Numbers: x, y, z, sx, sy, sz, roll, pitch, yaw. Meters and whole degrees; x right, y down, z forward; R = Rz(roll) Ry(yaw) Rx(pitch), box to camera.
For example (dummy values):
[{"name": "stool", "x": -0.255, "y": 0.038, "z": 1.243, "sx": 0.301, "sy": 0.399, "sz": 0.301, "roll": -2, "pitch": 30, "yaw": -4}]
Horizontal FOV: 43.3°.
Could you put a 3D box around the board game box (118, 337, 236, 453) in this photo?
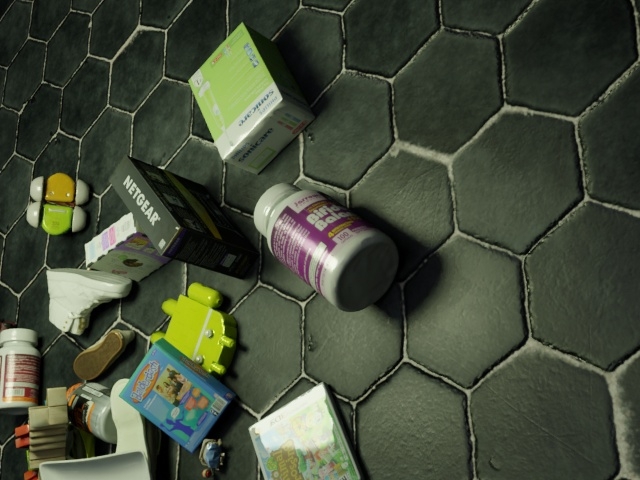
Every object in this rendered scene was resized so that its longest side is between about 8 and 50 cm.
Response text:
[{"name": "board game box", "x": -0.314, "y": 0.339, "z": 1.763, "sx": 0.210, "sy": 0.047, "sz": 0.160, "roll": 37, "pitch": 105, "yaw": 5}]

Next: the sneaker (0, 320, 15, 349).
[{"name": "sneaker", "x": -0.948, "y": 0.324, "z": 2.351, "sx": 0.162, "sy": 0.106, "sz": 0.281, "roll": -48, "pitch": 50, "yaw": 14}]

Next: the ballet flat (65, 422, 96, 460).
[{"name": "ballet flat", "x": -0.589, "y": 0.551, "z": 1.983, "sx": 0.077, "sy": 0.077, "sz": 0.230, "roll": -32, "pitch": 58, "yaw": 28}]

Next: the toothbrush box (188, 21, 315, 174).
[{"name": "toothbrush box", "x": -0.166, "y": -0.332, "z": 1.886, "sx": 0.206, "sy": 0.122, "sz": 0.283, "roll": -42, "pitch": 52, "yaw": 22}]

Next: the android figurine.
[{"name": "android figurine", "x": -0.289, "y": 0.227, "z": 1.852, "sx": 0.273, "sy": 0.056, "sz": 0.248, "roll": 21, "pitch": 90, "yaw": 44}]

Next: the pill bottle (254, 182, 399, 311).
[{"name": "pill bottle", "x": 0.000, "y": 0.000, "z": 1.601, "sx": 0.302, "sy": 0.169, "sz": 0.169, "roll": 36, "pitch": 100, "yaw": 41}]

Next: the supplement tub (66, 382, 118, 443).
[{"name": "supplement tub", "x": -0.538, "y": 0.414, "z": 1.959, "sx": 0.190, "sy": 0.117, "sz": 0.116, "roll": 8, "pitch": 81, "yaw": 42}]

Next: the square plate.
[{"name": "square plate", "x": -0.465, "y": 0.643, "z": 1.796, "sx": 0.347, "sy": 0.049, "sz": 0.343, "roll": -16, "pitch": 87, "yaw": 31}]

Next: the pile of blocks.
[{"name": "pile of blocks", "x": -0.681, "y": 0.481, "z": 1.955, "sx": 0.149, "sy": 0.113, "sz": 0.362, "roll": -123, "pitch": 38, "yaw": -50}]

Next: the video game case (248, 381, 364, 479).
[{"name": "video game case", "x": -0.032, "y": 0.413, "z": 1.566, "sx": 0.193, "sy": 0.023, "sz": 0.212, "roll": -34, "pitch": 55, "yaw": 15}]

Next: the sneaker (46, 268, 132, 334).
[{"name": "sneaker", "x": -0.608, "y": 0.168, "z": 2.127, "sx": 0.293, "sy": 0.108, "sz": 0.169, "roll": 4, "pitch": 95, "yaw": 35}]

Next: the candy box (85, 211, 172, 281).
[{"name": "candy box", "x": -0.454, "y": 0.016, "z": 1.987, "sx": 0.196, "sy": 0.165, "sz": 0.070, "roll": -31, "pitch": 57, "yaw": 29}]

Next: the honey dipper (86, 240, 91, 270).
[{"name": "honey dipper", "x": -0.636, "y": 0.083, "z": 2.215, "sx": 0.031, "sy": 0.030, "sz": 0.160, "roll": 5, "pitch": 82, "yaw": 41}]

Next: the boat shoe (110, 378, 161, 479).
[{"name": "boat shoe", "x": -0.413, "y": 0.469, "z": 1.848, "sx": 0.109, "sy": 0.091, "sz": 0.304, "roll": -11, "pitch": 79, "yaw": 27}]

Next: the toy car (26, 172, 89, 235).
[{"name": "toy car", "x": -0.750, "y": -0.095, "z": 2.309, "sx": 0.136, "sy": 0.159, "sz": 0.181, "roll": 135, "pitch": 138, "yaw": -67}]

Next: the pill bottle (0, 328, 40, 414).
[{"name": "pill bottle", "x": -0.840, "y": 0.363, "z": 2.231, "sx": 0.121, "sy": 0.121, "sz": 0.221, "roll": -21, "pitch": 62, "yaw": 34}]

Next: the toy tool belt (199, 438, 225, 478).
[{"name": "toy tool belt", "x": -0.230, "y": 0.467, "z": 1.723, "sx": 0.051, "sy": 0.052, "sz": 0.083, "roll": -14, "pitch": 68, "yaw": 46}]

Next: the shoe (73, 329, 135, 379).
[{"name": "shoe", "x": -0.552, "y": 0.291, "z": 2.060, "sx": 0.219, "sy": 0.058, "sz": 0.076, "roll": -36, "pitch": 86, "yaw": 31}]

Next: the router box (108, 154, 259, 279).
[{"name": "router box", "x": -0.312, "y": -0.053, "z": 1.836, "sx": 0.081, "sy": 0.243, "sz": 0.309, "roll": -54, "pitch": 48, "yaw": 13}]
